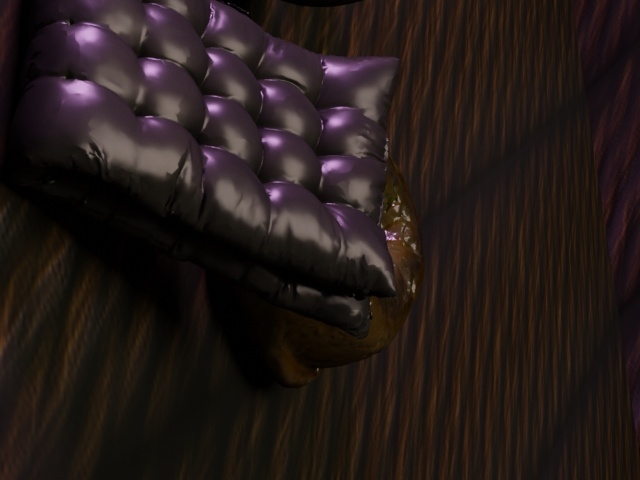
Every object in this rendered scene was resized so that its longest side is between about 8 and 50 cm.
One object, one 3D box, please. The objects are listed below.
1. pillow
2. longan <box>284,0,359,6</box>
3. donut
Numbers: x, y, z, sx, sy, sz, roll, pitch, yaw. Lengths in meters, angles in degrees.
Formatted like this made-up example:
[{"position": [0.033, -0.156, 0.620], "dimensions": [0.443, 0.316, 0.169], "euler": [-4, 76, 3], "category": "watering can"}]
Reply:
[{"position": [-0.076, -0.086, 1.152], "dimensions": [0.326, 0.101, 0.228], "euler": [24, 49, -32], "category": "pillow"}, {"position": [-0.005, -0.338, 1.438], "dimensions": [0.258, 0.258, 0.258], "euler": [-14, 90, -70], "category": "longan"}, {"position": [0.000, 0.000, 1.375], "dimensions": [0.261, 0.128, 0.208], "euler": [-64, 134, -61], "category": "donut"}]
